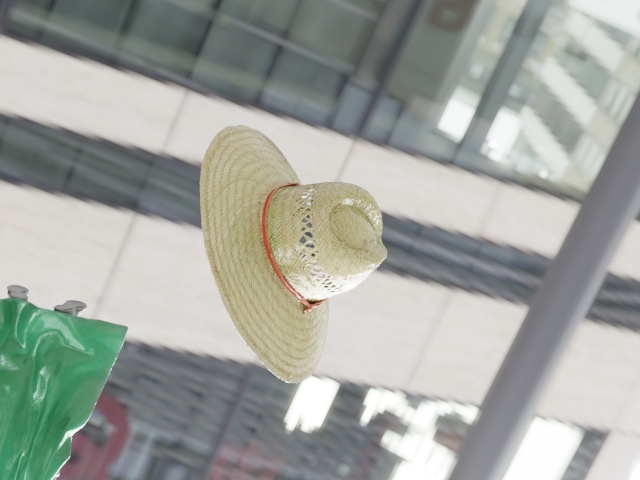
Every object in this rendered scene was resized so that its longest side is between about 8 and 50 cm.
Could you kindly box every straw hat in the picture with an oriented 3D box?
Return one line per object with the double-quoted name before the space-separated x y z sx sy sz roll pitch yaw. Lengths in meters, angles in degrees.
"straw hat" 0.000 0.000 0.808 0.061 0.144 0.144 -14 -177 22

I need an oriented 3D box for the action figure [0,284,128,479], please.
"action figure" -0.240 0.154 1.254 0.137 0.232 0.063 16 -167 4
